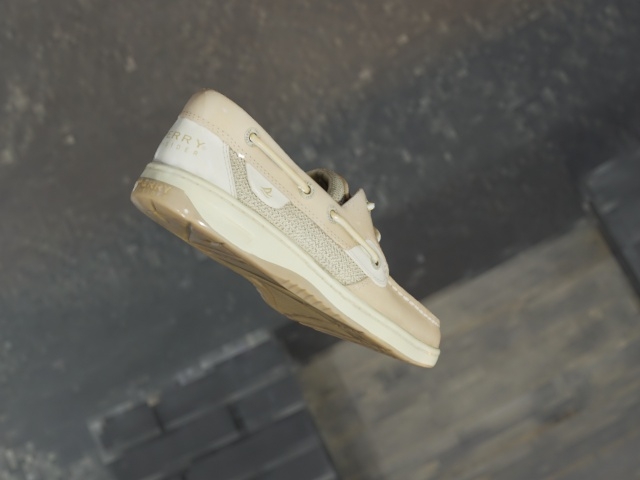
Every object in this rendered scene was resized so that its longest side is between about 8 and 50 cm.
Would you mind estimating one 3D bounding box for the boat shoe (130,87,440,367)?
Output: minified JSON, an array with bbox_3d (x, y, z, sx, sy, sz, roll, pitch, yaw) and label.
[{"bbox_3d":[0.000,0.000,1.497,0.341,0.121,0.110,37,75,-46],"label":"boat shoe"}]
